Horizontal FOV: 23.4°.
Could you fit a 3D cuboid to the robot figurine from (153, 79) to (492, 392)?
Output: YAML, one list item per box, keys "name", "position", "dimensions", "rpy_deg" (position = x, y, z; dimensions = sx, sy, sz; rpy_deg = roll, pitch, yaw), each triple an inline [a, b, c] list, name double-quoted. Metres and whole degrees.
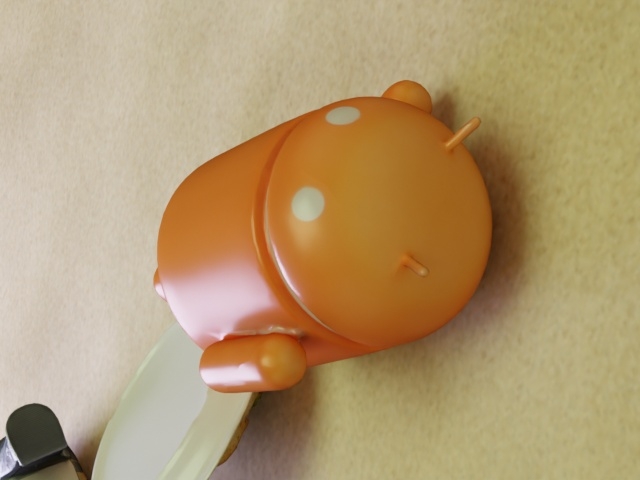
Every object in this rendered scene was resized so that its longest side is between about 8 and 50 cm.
- name: "robot figurine"
  position: [0.000, -0.002, 0.791]
  dimensions: [0.219, 0.158, 0.128]
  rpy_deg: [-19, 90, 54]

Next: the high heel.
- name: "high heel"
  position: [-0.170, 0.249, 1.068]
  dimensions: [0.186, 0.093, 0.261]
  rpy_deg: [125, 130, -69]

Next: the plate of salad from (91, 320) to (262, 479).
- name: "plate of salad"
  position: [-0.082, 0.111, 0.941]
  dimensions: [0.200, 0.048, 0.200]
  rpy_deg: [-47, 25, 29]
